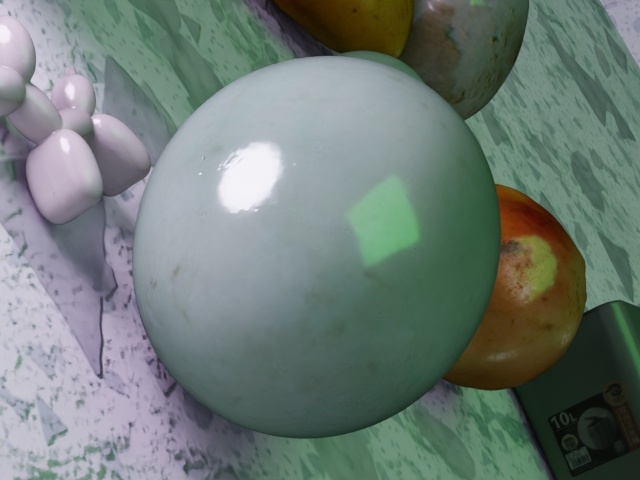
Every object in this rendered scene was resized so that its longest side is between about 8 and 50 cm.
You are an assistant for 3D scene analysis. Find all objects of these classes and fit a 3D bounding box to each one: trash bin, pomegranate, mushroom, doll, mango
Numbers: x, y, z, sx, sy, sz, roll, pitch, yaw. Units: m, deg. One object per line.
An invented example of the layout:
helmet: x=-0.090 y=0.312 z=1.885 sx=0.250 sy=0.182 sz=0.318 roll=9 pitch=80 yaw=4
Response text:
trash bin: x=0.369 y=0.258 z=1.906 sx=0.223 sy=0.158 sz=0.343 roll=18 pitch=46 yaw=-58
pomegranate: x=0.166 y=0.046 z=1.703 sx=0.209 sy=0.209 sz=0.209 roll=45 pitch=26 yaw=-29
mushroom: x=0.129 y=-0.267 z=2.057 sx=0.243 sy=0.243 sz=0.243 roll=45 pitch=26 yaw=-29
doll: x=-0.208 y=-0.095 z=1.278 sx=0.160 sy=0.059 sz=0.161 roll=58 pitch=23 yaw=-2
mango: x=-0.011 y=-0.345 z=1.879 sx=0.199 sy=0.201 sz=0.350 roll=-39 pitch=109 yaw=-31

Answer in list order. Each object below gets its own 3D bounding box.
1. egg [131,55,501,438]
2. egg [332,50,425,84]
egg: x=0.000 y=0.000 z=1.305 sx=0.276 sy=0.276 sz=0.389 roll=55 pitch=24 yaw=-8
egg: x=0.038 y=-0.115 z=1.699 sx=0.149 sy=0.149 sz=0.192 roll=60 pitch=31 yaw=2
